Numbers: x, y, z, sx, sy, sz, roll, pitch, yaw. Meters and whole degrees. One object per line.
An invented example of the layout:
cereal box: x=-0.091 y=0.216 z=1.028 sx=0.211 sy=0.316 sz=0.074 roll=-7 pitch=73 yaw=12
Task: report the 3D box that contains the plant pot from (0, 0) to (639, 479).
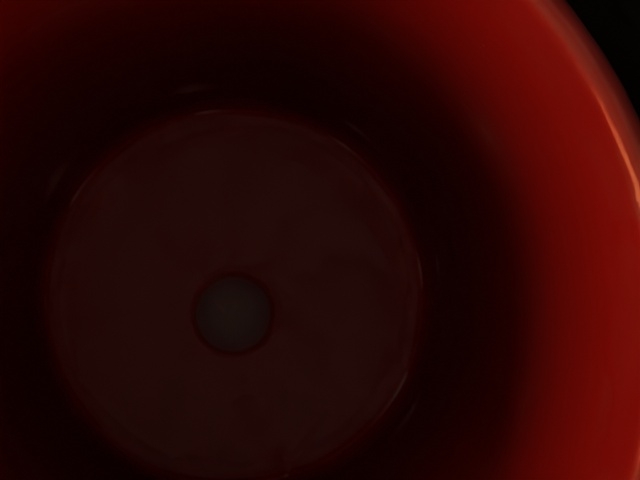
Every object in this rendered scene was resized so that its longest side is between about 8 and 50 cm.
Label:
plant pot: x=-0.039 y=0.024 z=0.408 sx=0.243 sy=0.275 sz=0.275 roll=105 pitch=157 yaw=-87
